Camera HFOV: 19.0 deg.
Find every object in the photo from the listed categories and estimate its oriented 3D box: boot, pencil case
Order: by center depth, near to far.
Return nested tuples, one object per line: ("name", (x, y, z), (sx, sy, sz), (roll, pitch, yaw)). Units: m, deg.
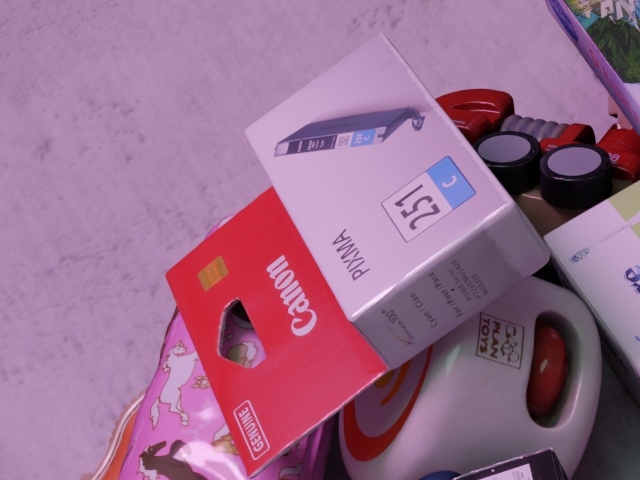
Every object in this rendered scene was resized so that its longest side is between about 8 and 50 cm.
("pencil case", (-0.062, 0.152, 1.504), (0.167, 0.160, 0.386), (19, 52, -7))
("boot", (-0.140, 0.190, 1.585), (0.084, 0.059, 0.158), (18, 70, 34))

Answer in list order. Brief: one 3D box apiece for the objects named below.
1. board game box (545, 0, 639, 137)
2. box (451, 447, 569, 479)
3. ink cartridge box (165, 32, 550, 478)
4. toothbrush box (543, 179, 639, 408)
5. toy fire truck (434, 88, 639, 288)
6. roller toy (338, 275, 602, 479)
("board game box", (0.365, -0.197, 1.502), (0.318, 0.066, 0.318), (-26, 38, 1))
("box", (0.158, 0.259, 1.298), (0.077, 0.147, 0.180), (-20, 46, 11))
("ink cartridge box", (0.000, 0.000, 1.410), (0.261, 0.066, 0.296), (-37, 33, 4))
("toothbrush box", (0.344, 0.021, 1.433), (0.283, 0.122, 0.206), (-29, 42, -1))
("toy fire truck", (0.192, -0.094, 1.623), (0.217, 0.158, 0.246), (12, 38, 29))
("roller toy", (0.103, 0.106, 1.410), (0.209, 0.146, 0.191), (-65, 20, 16))
